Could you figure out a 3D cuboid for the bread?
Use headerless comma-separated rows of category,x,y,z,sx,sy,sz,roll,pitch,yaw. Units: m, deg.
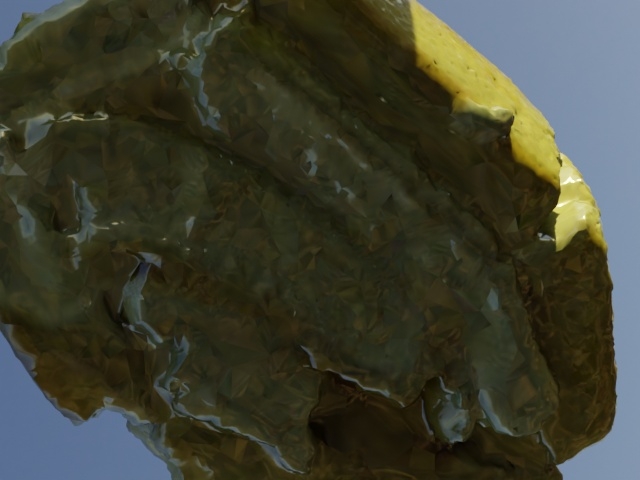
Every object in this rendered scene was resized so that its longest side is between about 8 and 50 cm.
bread,0.000,0.000,0.433,0.186,0.257,0.124,-57,10,8
